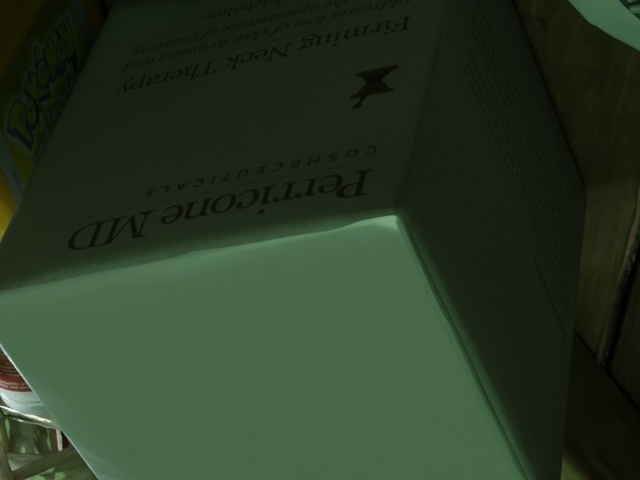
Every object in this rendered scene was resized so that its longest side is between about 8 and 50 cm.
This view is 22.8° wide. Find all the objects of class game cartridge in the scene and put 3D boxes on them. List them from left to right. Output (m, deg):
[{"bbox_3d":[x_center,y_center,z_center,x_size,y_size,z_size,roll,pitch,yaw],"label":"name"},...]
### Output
[{"bbox_3d":[-0.231,-0.110,1.276,0.052,0.285,0.324,0,132,15],"label":"game cartridge"}]

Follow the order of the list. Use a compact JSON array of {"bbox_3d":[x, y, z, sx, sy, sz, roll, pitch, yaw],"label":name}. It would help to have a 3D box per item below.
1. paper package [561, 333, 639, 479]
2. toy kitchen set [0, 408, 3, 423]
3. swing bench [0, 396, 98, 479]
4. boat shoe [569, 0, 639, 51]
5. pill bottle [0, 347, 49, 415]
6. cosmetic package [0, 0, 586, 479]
[{"bbox_3d":[0.147,0.239,1.582,0.325,0.168,0.309,-24,123,31],"label":"paper package"},{"bbox_3d":[-0.395,0.149,1.608,0.122,0.207,0.166,-29,149,-7],"label":"toy kitchen set"},{"bbox_3d":[-0.307,0.298,1.688,0.254,0.165,0.253,23,125,49],"label":"swing bench"},{"bbox_3d":[0.300,-0.195,1.166,0.367,0.136,0.156,38,130,-24],"label":"boat shoe"},{"bbox_3d":[-0.294,0.079,1.568,0.121,0.121,0.216,8,143,8],"label":"pill bottle"},{"bbox_3d":[0.000,0.000,1.243,0.329,0.394,0.327,-11,128,22],"label":"cosmetic package"}]
